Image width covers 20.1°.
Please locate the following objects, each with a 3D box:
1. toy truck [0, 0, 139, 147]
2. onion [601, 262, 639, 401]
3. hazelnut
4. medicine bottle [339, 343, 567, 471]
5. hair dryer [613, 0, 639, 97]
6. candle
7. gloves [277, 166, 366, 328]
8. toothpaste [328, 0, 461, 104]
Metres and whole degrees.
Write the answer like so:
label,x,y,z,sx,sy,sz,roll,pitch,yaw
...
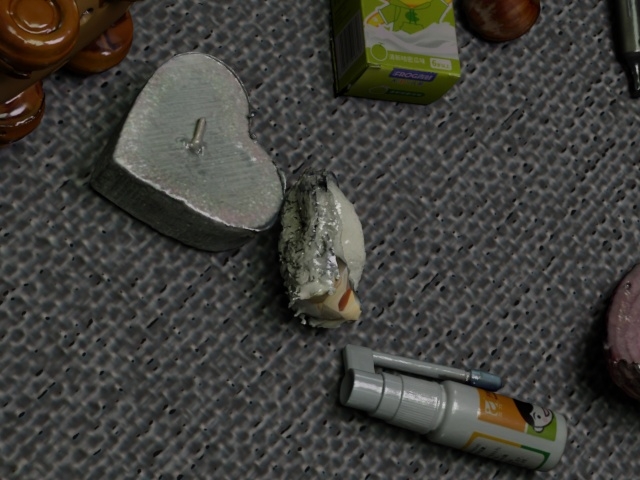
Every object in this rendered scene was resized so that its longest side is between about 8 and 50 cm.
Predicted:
label,x,y,z,sx,sy,sz,roll,pitch,yaw
toy truck,-0.264,-0.238,1.619,0.211,0.204,0.288,48,58,4
onion,0.411,0.115,1.830,0.250,0.111,0.247,9,31,12
hazelnut,0.191,-0.253,1.914,0.086,0.086,0.086,9,65,-21
medicine bottle,0.124,0.154,1.721,0.221,0.061,0.092,17,38,-18
hair dryer,0.363,-0.276,2.015,0.196,0.078,0.248,3,77,-24
candle,-0.130,-0.078,1.692,0.169,0.068,0.192,-12,72,-32
gloves,-0.003,0.001,1.699,0.070,0.114,0.153,-8,62,20
toothpaste,0.066,-0.299,1.872,0.110,0.077,0.327,5,67,-22
